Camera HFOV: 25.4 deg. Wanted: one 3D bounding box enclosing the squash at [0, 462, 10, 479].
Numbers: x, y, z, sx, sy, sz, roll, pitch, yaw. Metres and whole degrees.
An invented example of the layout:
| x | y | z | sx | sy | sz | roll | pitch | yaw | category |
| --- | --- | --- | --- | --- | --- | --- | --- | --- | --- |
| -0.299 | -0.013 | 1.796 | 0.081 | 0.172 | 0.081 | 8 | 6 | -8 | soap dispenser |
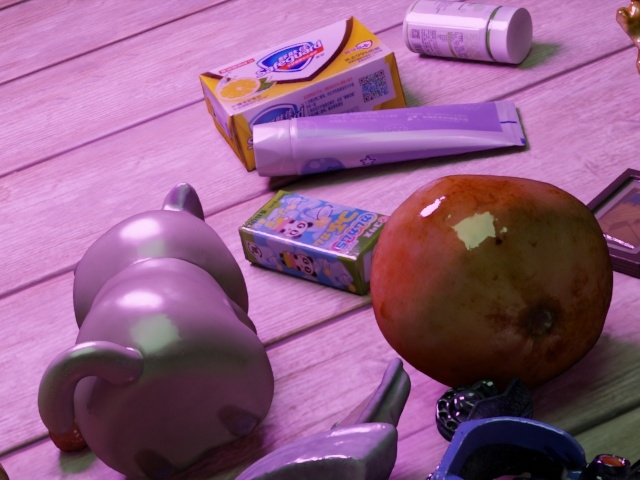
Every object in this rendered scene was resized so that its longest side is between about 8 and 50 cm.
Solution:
| x | y | z | sx | sy | sz | roll | pitch | yaw | category |
| --- | --- | --- | --- | --- | --- | --- | --- | --- | --- |
| -0.413 | 0.260 | 1.505 | 0.123 | 0.170 | 0.170 | 26 | 50 | 30 | squash |

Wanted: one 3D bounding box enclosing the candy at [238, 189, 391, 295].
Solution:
| x | y | z | sx | sy | sz | roll | pitch | yaw | category |
| --- | --- | --- | --- | --- | --- | --- | --- | --- | --- |
| 0.000 | 0.000 | 1.804 | 0.195 | 0.062 | 0.097 | 15 | 43 | 35 | candy |

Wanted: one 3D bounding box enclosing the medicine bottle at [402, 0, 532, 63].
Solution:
| x | y | z | sx | sy | sz | roll | pitch | yaw | category |
| --- | --- | --- | --- | --- | --- | --- | --- | --- | --- |
| 0.222 | -0.319 | 2.161 | 0.183 | 0.086 | 0.086 | 12 | 42 | 34 | medicine bottle |

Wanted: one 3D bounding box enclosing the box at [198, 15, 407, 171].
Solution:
| x | y | z | sx | sy | sz | roll | pitch | yaw | category |
| --- | --- | --- | --- | --- | --- | --- | --- | --- | --- |
| -0.028 | -0.221 | 2.104 | 0.265 | 0.097 | 0.168 | -21 | 34 | -9 | box |

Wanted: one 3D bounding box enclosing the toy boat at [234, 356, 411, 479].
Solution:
| x | y | z | sx | sy | sz | roll | pitch | yaw | category |
| --- | --- | --- | --- | --- | --- | --- | --- | --- | --- |
| -0.020 | 0.247 | 1.366 | 0.276 | 0.111 | 0.293 | -41 | -3 | 9 | toy boat |

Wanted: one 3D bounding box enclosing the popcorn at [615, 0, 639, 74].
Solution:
| x | y | z | sx | sy | sz | roll | pitch | yaw | category |
| --- | --- | --- | --- | --- | --- | --- | --- | --- | --- |
| 0.503 | -0.295 | 1.895 | 0.169 | 0.218 | 0.189 | 15 | 4 | 32 | popcorn |

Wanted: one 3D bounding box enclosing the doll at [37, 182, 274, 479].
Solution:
| x | y | z | sx | sy | sz | roll | pitch | yaw | category |
| --- | --- | --- | --- | --- | --- | --- | --- | --- | --- |
| -0.175 | 0.109 | 1.588 | 0.215 | 0.226 | 0.370 | -41 | 19 | 15 | doll |

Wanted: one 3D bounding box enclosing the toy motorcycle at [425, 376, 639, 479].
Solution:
| x | y | z | sx | sy | sz | roll | pitch | yaw | category |
| --- | --- | --- | --- | --- | --- | --- | --- | --- | --- |
| 0.166 | 0.265 | 1.308 | 0.213 | 0.125 | 0.358 | 11 | 43 | 21 | toy motorcycle |

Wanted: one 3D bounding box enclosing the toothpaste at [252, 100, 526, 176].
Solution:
| x | y | z | sx | sy | sz | roll | pitch | yaw | category |
| --- | --- | --- | --- | --- | --- | --- | --- | --- | --- |
| 0.093 | -0.146 | 1.975 | 0.371 | 0.080 | 0.125 | -8 | 34 | 2 | toothpaste |

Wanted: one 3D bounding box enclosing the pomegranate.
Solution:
| x | y | z | sx | sy | sz | roll | pitch | yaw | category |
| --- | --- | --- | --- | --- | --- | --- | --- | --- | --- |
| 0.171 | 0.036 | 1.526 | 0.252 | 0.229 | 0.270 | -7 | 21 | -26 | pomegranate |

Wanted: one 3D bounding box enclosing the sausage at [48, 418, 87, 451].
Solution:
| x | y | z | sx | sy | sz | roll | pitch | yaw | category |
| --- | --- | --- | --- | --- | --- | --- | --- | --- | --- |
| -0.276 | 0.198 | 1.627 | 0.059 | 0.054 | 0.094 | 0 | 37 | 22 | sausage |

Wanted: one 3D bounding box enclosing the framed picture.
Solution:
| x | y | z | sx | sy | sz | roll | pitch | yaw | category |
| --- | --- | --- | --- | --- | --- | --- | --- | --- | --- |
| 0.381 | -0.025 | 1.724 | 0.128 | 0.023 | 0.168 | 20 | 47 | 41 | framed picture |
